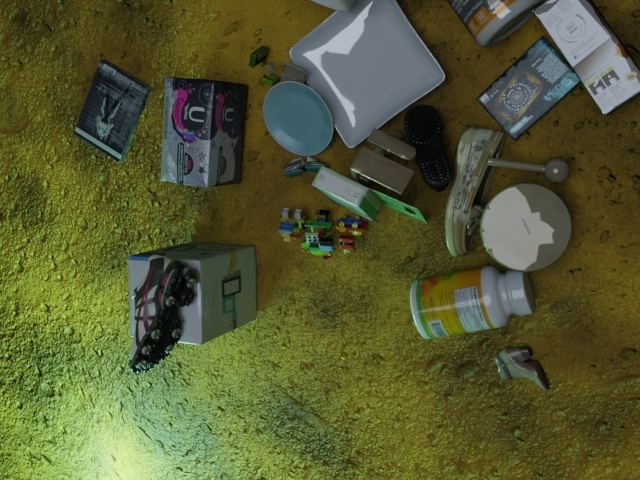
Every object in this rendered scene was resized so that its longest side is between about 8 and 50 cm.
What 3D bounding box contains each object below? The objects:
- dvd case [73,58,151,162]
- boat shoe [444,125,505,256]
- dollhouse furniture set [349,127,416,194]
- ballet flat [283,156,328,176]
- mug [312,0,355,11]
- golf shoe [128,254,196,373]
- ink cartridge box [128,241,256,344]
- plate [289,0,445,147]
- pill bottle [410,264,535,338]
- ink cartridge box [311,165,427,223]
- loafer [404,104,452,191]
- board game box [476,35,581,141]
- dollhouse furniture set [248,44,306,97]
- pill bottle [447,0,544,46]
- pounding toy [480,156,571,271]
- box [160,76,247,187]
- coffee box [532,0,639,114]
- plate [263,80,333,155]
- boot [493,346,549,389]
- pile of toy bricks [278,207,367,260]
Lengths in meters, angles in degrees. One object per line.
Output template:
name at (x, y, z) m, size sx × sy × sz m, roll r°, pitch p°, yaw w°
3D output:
dvd case at (-0.549, -0.340, 2.111) m, size 0.164 × 0.018 × 0.221 m, roll 31°, pitch 108°, yaw 15°
boat shoe at (0.330, -0.100, 1.725) m, size 0.089 × 0.104 × 0.285 m, roll 11°, pitch 102°, yaw 24°
dollhouse furniture set at (0.155, -0.157, 1.739) m, size 0.123 × 0.151 × 0.144 m, roll 28°, pitch 75°, yaw 14°
ballet flat at (-0.036, -0.180, 1.907) m, size 0.114 × 0.041 × 0.041 m, roll -8°, pitch 95°, yaw 23°
mug at (0.045, -0.669, 1.654) m, size 0.374 × 0.276 × 0.328 m, roll 29°, pitch 100°, yaw 30°
golf shoe at (-0.368, 0.164, 1.785) m, size 0.120 × 0.105 × 0.273 m, roll 31°, pitch 102°, yaw 33°
ink cartridge box at (-0.302, 0.119, 1.940) m, size 0.198 × 0.270 × 0.197 m, roll 3°, pitch 98°, yaw 23°
plate at (0.104, -0.396, 1.807) m, size 0.277 × 0.045 × 0.278 m, roll -35°, pitch 84°, yaw 25°
pill bottle at (0.331, 0.130, 1.743) m, size 0.245 × 0.136 × 0.136 m, roll -13°, pitch 93°, yaw 24°
ink cartridge box at (0.111, -0.080, 1.785) m, size 0.235 × 0.171 × 0.056 m, roll 28°, pitch 89°, yaw 17°
loafer at (0.230, -0.196, 1.744) m, size 0.080 × 0.078 × 0.220 m, roll -9°, pitch 61°, yaw 3°
board game box at (0.438, -0.317, 1.687) m, size 0.186 × 0.026 × 0.126 m, roll -43°, pitch 81°, yaw 23°
dollhouse furniture set at (-0.090, -0.399, 1.880) m, size 0.151 × 0.058 × 0.076 m, roll 27°, pitch 131°, yaw 13°
pill bottle at (0.313, -0.547, 1.629) m, size 0.162 × 0.162 × 0.278 m, roll -38°, pitch 83°, yaw 24°
pounding toy at (0.434, -0.055, 1.693) m, size 0.182 × 0.110 × 0.237 m, roll 3°, pitch 93°, yaw 15°
box at (-0.278, -0.260, 1.927) m, size 0.142 × 0.163 × 0.247 m, roll 10°, pitch 102°, yaw 23°
coffee box at (0.534, -0.374, 1.574) m, size 0.098 × 0.141 × 0.246 m, roll -35°, pitch 85°, yaw 24°
plate at (-0.049, -0.287, 1.875) m, size 0.188 × 0.024 × 0.188 m, roll 17°, pitch 130°, yaw 22°
boot at (0.442, 0.289, 1.778) m, size 0.087 × 0.042 × 0.118 m, roll -29°, pitch 85°, yaw 31°
pile of toy bricks at (0.000, 0.000, 1.895) m, size 0.212 × 0.118 × 0.105 m, roll 5°, pitch 133°, yaw 13°
